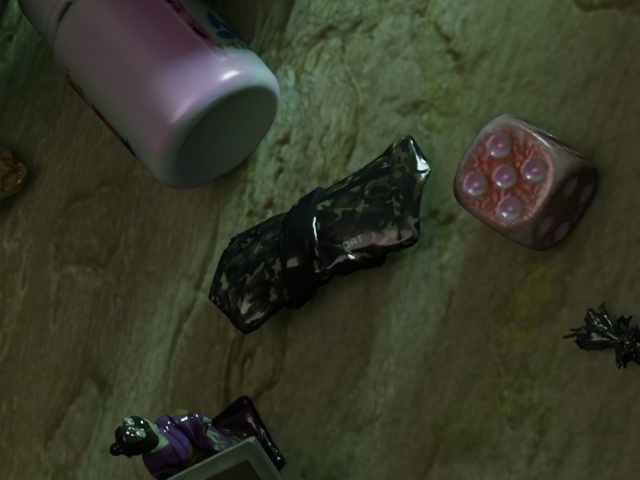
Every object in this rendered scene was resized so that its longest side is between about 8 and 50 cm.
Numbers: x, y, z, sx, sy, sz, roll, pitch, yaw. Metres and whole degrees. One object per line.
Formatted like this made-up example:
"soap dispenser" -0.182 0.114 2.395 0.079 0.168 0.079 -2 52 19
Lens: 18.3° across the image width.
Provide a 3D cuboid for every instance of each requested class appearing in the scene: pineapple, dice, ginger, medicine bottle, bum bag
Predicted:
"pineapple" 0.271 0.091 1.686 0.124 0.058 0.058 15 91 40
"dice" 0.177 -0.051 1.720 0.094 0.093 0.091 37 102 25
"ginger" -0.385 -0.073 2.033 0.190 0.069 0.095 12 64 29
"medicine bottle" -0.166 -0.180 1.884 0.152 0.152 0.254 -48 65 15
"bum bag" 0.000 0.001 1.821 0.248 0.069 0.102 -33 35 22

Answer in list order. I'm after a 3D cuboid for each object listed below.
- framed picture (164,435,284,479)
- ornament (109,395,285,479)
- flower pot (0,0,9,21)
"framed picture" -0.071 0.335 1.777 0.231 0.018 0.293 -28 102 22
"ornament" -0.115 0.183 1.792 0.081 0.203 0.088 -37 66 11
"flower pot" -0.377 -0.272 1.925 0.254 0.164 0.368 149 134 -68
